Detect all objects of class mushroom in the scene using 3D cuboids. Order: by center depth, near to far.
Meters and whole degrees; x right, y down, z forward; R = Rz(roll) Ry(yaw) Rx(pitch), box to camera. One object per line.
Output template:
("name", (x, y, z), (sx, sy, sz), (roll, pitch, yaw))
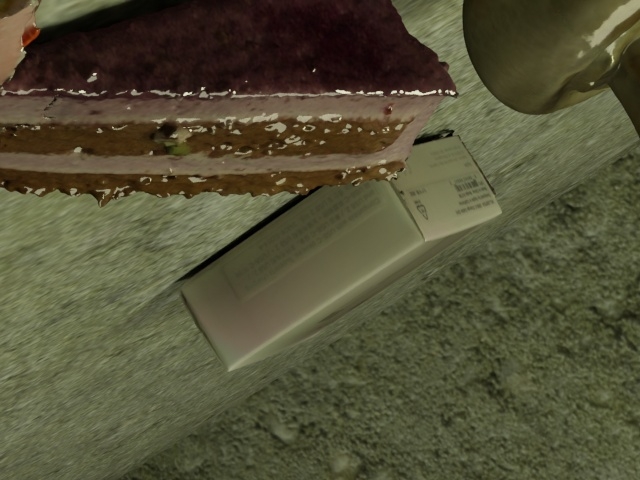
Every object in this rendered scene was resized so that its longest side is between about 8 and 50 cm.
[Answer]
("mushroom", (0.200, -0.129, 1.193), (0.207, 0.215, 0.207), (-24, 166, -6))

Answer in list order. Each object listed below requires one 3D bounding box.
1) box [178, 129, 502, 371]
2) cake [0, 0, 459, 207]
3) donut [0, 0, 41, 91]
("box", (0.021, 0.007, 1.829), (0.251, 0.106, 0.203), (-33, 174, 25))
("cake", (-0.074, -0.081, 0.981), (0.295, 0.113, 0.116), (-10, 160, -35))
("donut", (-0.175, -0.063, 0.691), (0.166, 0.065, 0.117), (-28, 171, -14))
